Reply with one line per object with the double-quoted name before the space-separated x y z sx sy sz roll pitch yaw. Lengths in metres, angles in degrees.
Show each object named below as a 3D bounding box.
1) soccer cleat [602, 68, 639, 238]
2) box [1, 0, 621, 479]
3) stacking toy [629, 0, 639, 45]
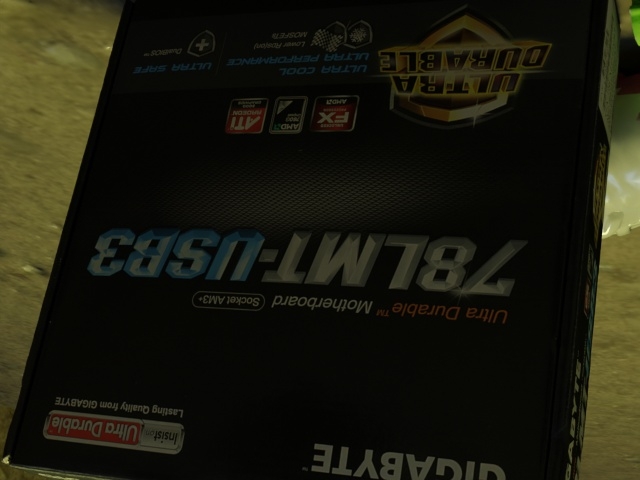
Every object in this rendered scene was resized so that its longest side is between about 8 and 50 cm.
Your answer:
"soccer cleat" 0.139 -0.027 0.666 0.331 0.143 0.116 2 158 23
"box" 0.000 0.000 0.593 0.296 0.293 0.073 3 158 23
"stacking toy" 0.202 -0.132 0.482 0.167 0.052 0.221 -1 158 31
